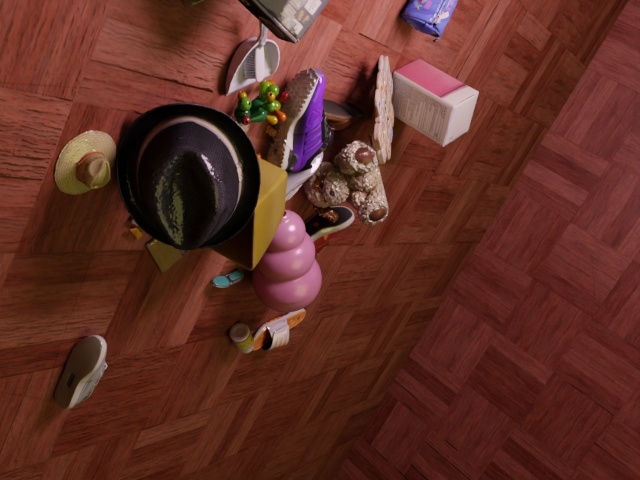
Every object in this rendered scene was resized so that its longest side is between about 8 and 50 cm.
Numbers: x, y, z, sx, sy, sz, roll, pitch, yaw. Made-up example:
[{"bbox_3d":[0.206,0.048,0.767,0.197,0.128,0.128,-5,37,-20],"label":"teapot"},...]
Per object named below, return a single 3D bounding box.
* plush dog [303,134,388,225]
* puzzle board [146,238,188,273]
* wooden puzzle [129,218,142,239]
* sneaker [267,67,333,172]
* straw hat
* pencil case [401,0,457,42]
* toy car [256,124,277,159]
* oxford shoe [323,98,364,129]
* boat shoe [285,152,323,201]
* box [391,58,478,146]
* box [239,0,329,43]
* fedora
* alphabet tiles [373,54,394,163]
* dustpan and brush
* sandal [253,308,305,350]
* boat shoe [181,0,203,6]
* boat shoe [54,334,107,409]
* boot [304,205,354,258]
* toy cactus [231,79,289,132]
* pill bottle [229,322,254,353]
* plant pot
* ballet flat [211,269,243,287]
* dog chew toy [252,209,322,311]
[{"bbox_3d":[0.060,-0.175,1.984,0.225,0.210,0.262,-14,121,6],"label":"plush dog"},{"bbox_3d":[-0.375,0.016,1.708,0.096,0.011,0.128,-44,152,-20],"label":"puzzle board"},{"bbox_3d":[-0.398,-0.060,1.580,0.116,0.014,0.078,-50,157,-6],"label":"wooden puzzle"},{"bbox_3d":[-0.026,-0.296,1.739,0.146,0.102,0.293,1,131,-31],"label":"sneaker"},{"bbox_3d":[-0.444,-0.137,1.358,0.144,0.061,0.144,-37,149,-27],"label":"straw hat"},{"bbox_3d":[0.340,-0.697,1.853,0.119,0.133,0.306,22,105,-32],"label":"pencil case"},{"bbox_3d":[-0.152,-0.228,1.734,0.060,0.040,0.122,-7,129,-55],"label":"toy car"},{"bbox_3d":[0.041,-0.333,1.884,0.212,0.076,0.076,-3,138,-55],"label":"oxford shoe"},{"bbox_3d":[-0.098,-0.156,1.858,0.267,0.096,0.088,-52,-179,-14],"label":"boat shoe"},{"bbox_3d":[0.330,-0.414,2.060,0.127,0.232,0.149,-33,148,-32],"label":"box"},{"bbox_3d":[-0.050,-0.616,1.250,0.318,0.097,0.395,38,89,-39],"label":"box"},{"bbox_3d":[-0.273,-0.103,1.403,0.152,0.334,0.334,-97,-152,-62],"label":"fedora"},{"bbox_3d":[0.176,-0.366,1.935,0.278,0.021,0.284,64,30,-61],"label":"alphabet tiles"},{"bbox_3d":[-0.138,-0.415,1.509,0.147,0.060,0.211,-34,148,-33],"label":"dustpan and brush"},{"bbox_3d":[-0.126,0.312,2.381,0.265,0.076,0.102,-27,143,-41],"label":"sandal"},{"bbox_3d":[-0.195,-0.503,1.322,0.183,0.066,0.066,-29,151,-22],"label":"boat shoe"},{"bbox_3d":[-0.572,0.316,1.694,0.227,0.079,0.081,-56,160,20],"label":"boat shoe"},{"bbox_3d":[0.000,0.000,2.204,0.244,0.088,0.176,-29,146,-25],"label":"boot"},{"bbox_3d":[-0.153,-0.285,1.590,0.180,0.112,0.219,-39,-172,20],"label":"toy cactus"},{"bbox_3d":[-0.248,0.316,2.207,0.065,0.065,0.116,-43,152,-19],"label":"pill bottle"},{"bbox_3d":[-0.191,-0.095,1.669,0.187,0.212,0.212,-46,155,-39],"label":"plant pot"},{"bbox_3d":[-0.268,0.118,1.971,0.114,0.041,0.041,-19,138,-46],"label":"ballet flat"},{"bbox_3d":[-0.102,0.050,1.989,0.206,0.206,0.332,-35,140,-32],"label":"dog chew toy"}]
